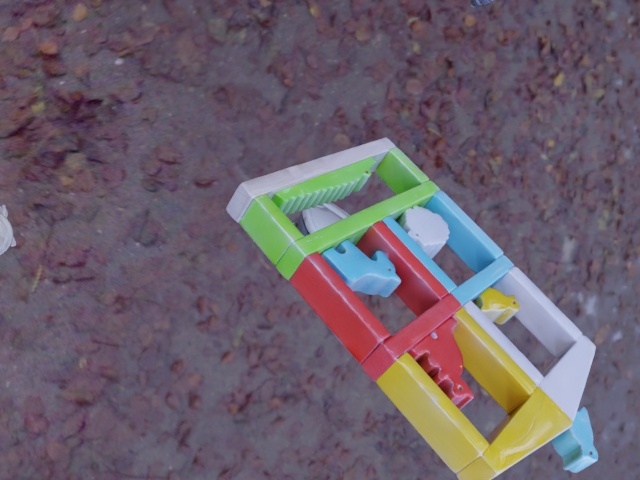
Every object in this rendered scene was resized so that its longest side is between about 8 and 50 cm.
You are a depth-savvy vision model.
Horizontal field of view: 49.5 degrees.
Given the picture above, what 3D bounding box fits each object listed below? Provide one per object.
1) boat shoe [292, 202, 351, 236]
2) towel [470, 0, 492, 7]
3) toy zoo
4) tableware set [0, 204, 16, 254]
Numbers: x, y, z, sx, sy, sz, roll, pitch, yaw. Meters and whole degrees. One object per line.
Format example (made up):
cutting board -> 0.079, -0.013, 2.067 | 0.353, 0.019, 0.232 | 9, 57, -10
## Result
boat shoe -> 0.000, 0.000, 1.126 | 0.116, 0.319, 0.099 | 33, 100, -7
towel -> 0.257, -0.416, 0.742 | 0.235, 0.284, 0.121 | 63, 24, -17
toy zoo -> 0.090, 0.048, 0.511 | 0.293, 0.030, 0.192 | 48, 40, 15
tableware set -> -0.506, -0.014, 0.931 | 0.169, 0.020, 0.141 | -35, 93, -8
